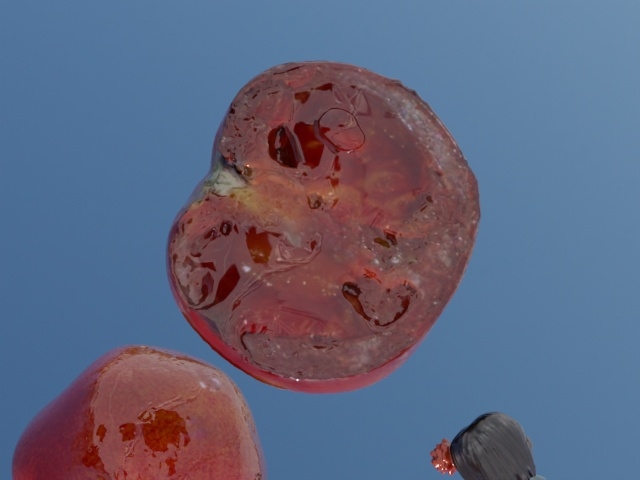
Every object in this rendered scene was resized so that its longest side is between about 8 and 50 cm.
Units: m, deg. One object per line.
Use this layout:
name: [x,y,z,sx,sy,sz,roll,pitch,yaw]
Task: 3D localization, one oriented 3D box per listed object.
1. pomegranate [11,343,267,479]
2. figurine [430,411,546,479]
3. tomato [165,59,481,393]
pomegranate: [-0.148,0.195,1.491,0.221,0.221,0.257,46,-158,-7]
figurine: [0.118,0.156,1.053,0.106,0.060,0.047,53,-171,22]
tomato: [0.000,0.000,1.212,0.200,0.233,0.139,28,166,2]
